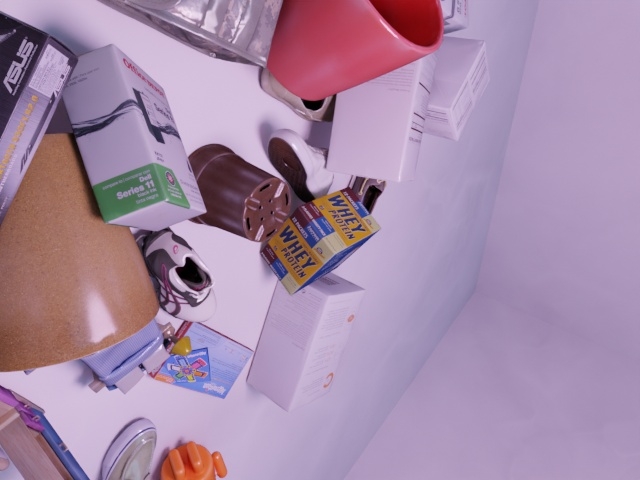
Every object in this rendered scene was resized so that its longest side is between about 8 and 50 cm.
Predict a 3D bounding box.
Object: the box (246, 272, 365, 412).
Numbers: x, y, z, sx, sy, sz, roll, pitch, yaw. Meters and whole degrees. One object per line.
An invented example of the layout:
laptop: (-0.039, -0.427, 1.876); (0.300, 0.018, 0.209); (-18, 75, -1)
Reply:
box: (-0.039, 0.272, 1.248); (0.215, 0.168, 0.345); (3, 108, -57)

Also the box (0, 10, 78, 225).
box: (-0.384, -0.129, 0.436); (0.056, 0.183, 0.231); (176, -60, -89)

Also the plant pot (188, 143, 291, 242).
plant pot: (-0.156, -0.083, 0.827); (0.167, 0.165, 0.166); (-35, 137, -41)

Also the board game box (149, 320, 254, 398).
board game box: (-0.272, 0.291, 1.047); (0.145, 0.027, 0.281); (-58, 148, -14)

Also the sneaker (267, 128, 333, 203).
sneaker: (-0.034, -0.191, 1.007); (0.123, 0.106, 0.290); (-61, 160, -12)

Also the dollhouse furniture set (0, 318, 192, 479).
dollhouse furniture set: (-0.321, 0.231, 0.681); (0.303, 0.198, 0.286); (-40, 162, -30)

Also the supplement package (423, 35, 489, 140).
supplement package: (0.275, -0.412, 1.150); (0.204, 0.262, 0.145); (-61, 149, -7)

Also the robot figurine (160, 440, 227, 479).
robot figurine: (-0.324, 0.602, 1.088); (0.158, 0.128, 0.219); (-54, 153, -55)

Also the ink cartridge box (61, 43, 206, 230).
ink cartridge box: (-0.247, -0.127, 0.586); (0.087, 0.208, 0.153); (-21, 177, 3)

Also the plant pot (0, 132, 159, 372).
plant pot: (-0.350, -0.005, 0.560); (0.237, 0.237, 0.254); (-21, 114, -49)

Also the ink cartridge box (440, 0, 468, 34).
ink cartridge box: (0.251, -0.636, 1.044); (0.289, 0.122, 0.211); (-14, 103, -52)

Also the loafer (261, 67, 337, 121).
loafer: (-0.015, -0.312, 0.947); (0.269, 0.092, 0.101); (-1, 113, -55)

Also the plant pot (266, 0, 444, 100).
plant pot: (0.032, -0.386, 0.747); (0.275, 0.243, 0.274); (16, 66, -39)

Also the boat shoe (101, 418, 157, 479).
boat shoe: (-0.415, 0.536, 0.936); (0.109, 0.094, 0.302); (14, 99, -59)

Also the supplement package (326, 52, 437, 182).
supplement package: (0.141, -0.291, 1.000); (0.175, 0.178, 0.292); (-21, 122, -66)

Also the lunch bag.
lunch bag: (-0.182, -0.398, 0.573); (0.287, 0.169, 0.235); (4, 108, -51)

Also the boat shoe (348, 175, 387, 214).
boat shoe: (0.141, -0.156, 1.287); (0.324, 0.097, 0.116); (-62, 149, -6)

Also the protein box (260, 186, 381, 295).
protein box: (0.000, 0.000, 1.064); (0.200, 0.136, 0.201); (-27, 166, -46)

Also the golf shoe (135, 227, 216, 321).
golf shoe: (-0.257, 0.091, 0.841); (0.105, 0.120, 0.272); (-51, 147, -26)
